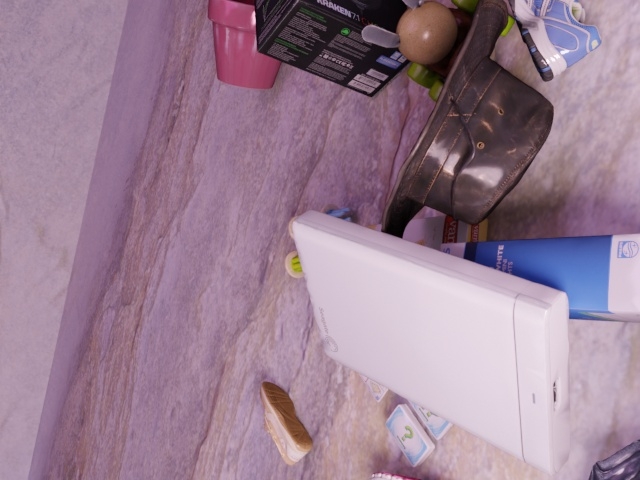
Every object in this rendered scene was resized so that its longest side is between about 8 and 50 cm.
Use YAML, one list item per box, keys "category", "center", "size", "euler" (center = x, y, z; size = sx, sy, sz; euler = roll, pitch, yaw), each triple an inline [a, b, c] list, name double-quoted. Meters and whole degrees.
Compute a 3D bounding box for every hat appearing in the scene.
- category: "hat"
  center: [0.201, -0.121, 0.831]
  size: [0.134, 0.331, 0.331]
  euler: [26, 103, 15]

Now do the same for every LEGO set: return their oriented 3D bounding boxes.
- category: "LEGO set"
  center: [0.097, 0.168, 0.945]
  size: [0.244, 0.060, 0.182]
  euler: [55, 132, 34]

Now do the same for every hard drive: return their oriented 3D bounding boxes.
- category: "hard drive"
  center: [0.119, 0.107, 0.799]
  size: [0.353, 0.047, 0.233]
  euler: [21, 135, 44]

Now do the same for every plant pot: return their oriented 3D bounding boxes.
- category: "plant pot"
  center: [-0.156, -0.439, 1.499]
  size: [0.201, 0.201, 0.180]
  euler: [46, 131, 52]

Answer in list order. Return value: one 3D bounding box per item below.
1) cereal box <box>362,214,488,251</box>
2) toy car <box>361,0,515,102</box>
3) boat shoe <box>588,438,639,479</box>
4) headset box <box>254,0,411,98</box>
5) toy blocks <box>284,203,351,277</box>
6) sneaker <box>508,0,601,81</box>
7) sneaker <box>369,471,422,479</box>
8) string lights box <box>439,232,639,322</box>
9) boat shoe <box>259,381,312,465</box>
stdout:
- category: "cereal box"
  center: [0.136, 0.056, 0.994]
  size: [0.240, 0.047, 0.173]
  euler: [-8, 72, 55]
- category: "toy car"
  center: [0.151, -0.303, 0.976]
  size: [0.155, 0.188, 0.149]
  euler: [-58, 37, 24]
- category: "boat shoe"
  center: [0.286, 0.284, 0.678]
  size: [0.183, 0.065, 0.083]
  euler: [-52, 39, 22]
- category: "headset box"
  center: [0.018, -0.427, 1.171]
  size: [0.131, 0.246, 0.283]
  euler: [-37, 48, 44]
- category: "toy blocks"
  center: [0.000, 0.000, 1.211]
  size: [0.148, 0.054, 0.123]
  euler: [-16, 64, 52]
- category: "sneaker"
  center: [0.296, -0.296, 0.881]
  size: [0.081, 0.080, 0.211]
  euler: [-24, 53, 20]
- category: "sneaker"
  center: [0.122, 0.353, 0.889]
  size: [0.170, 0.063, 0.075]
  euler: [-5, 68, 50]
- category: "string lights box"
  center: [0.263, 0.045, 0.731]
  size: [0.260, 0.133, 0.077]
  euler: [-4, 77, 55]
- category: "boat shoe"
  center: [-0.074, 0.322, 1.193]
  size: [0.059, 0.063, 0.170]
  euler: [-57, 38, 17]
